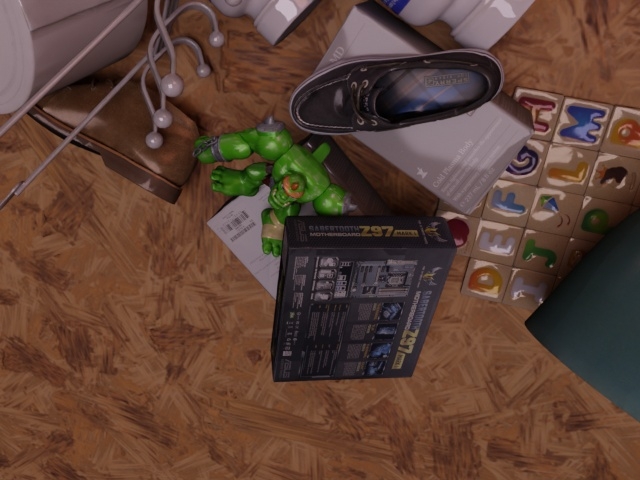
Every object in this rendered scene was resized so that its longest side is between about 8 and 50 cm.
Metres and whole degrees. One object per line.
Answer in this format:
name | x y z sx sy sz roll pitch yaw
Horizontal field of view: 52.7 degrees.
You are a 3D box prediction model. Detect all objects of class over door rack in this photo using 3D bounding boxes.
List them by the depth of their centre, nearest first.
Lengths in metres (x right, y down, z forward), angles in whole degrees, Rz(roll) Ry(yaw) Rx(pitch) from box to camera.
over door rack | -0.226 -0.137 0.670 0.324 0.239 0.108 -40 98 -18

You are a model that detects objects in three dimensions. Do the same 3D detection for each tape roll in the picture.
tape roll | -0.337 -0.282 0.704 0.246 0.169 0.246 20 132 24

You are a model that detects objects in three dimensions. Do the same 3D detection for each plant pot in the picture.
plant pot | 0.411 0.081 0.685 0.293 0.293 0.235 32 101 -3

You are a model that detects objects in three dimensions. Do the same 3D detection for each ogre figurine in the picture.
ogre figurine | -0.044 -0.062 0.733 0.118 0.097 0.197 -34 87 40

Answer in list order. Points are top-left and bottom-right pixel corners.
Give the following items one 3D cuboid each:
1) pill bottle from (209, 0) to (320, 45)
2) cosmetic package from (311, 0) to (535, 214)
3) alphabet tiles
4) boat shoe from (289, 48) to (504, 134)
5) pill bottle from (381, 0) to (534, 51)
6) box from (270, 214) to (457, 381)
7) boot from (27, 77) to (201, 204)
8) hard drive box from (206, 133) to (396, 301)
pill bottle | -0.098 -0.326 0.704 0.221 0.124 0.124 44 115 -10
cosmetic package | 0.110 -0.156 0.741 0.238 0.107 0.127 32 118 -2
alphabet tiles | 0.320 -0.031 0.809 0.343 0.011 0.285 12 116 6
boat shoe | 0.068 -0.145 0.659 0.229 0.076 0.080 -2 113 18
pill bottle | 0.096 -0.317 0.652 0.272 0.152 0.152 39 115 -7
box | 0.040 0.074 0.760 0.184 0.059 0.232 0 133 -9
boot | -0.294 -0.171 0.845 0.305 0.112 0.115 30 89 0
hard drive box | 0.000 0.000 0.846 0.181 0.089 0.232 -35 102 23
